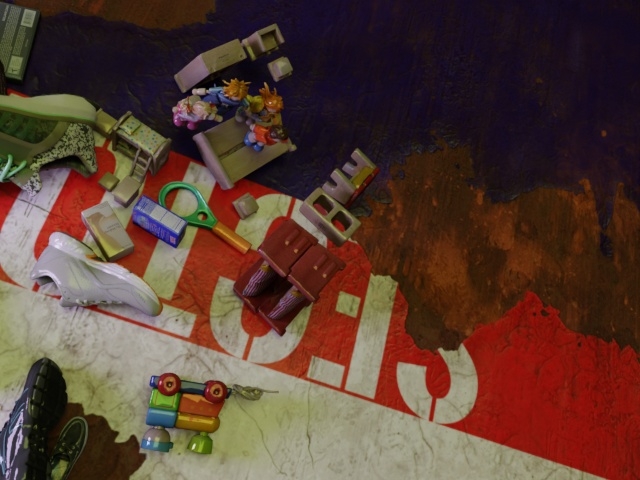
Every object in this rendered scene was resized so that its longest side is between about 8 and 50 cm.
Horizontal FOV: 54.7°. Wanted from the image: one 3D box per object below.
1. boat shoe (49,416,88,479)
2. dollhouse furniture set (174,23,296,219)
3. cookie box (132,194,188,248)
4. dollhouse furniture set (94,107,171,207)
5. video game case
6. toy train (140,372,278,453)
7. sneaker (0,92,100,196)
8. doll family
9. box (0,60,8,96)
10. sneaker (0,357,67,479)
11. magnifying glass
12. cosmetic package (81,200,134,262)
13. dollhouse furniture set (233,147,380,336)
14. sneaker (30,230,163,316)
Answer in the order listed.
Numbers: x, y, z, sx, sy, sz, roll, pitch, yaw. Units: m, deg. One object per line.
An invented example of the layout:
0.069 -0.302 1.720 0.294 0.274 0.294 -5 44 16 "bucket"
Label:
-0.453 0.383 1.098 0.049 0.040 0.142 21 63 -9 "boat shoe"
-0.173 -0.273 1.461 0.303 0.173 0.356 -34 106 -26 "dollhouse furniture set"
-0.333 -0.038 1.286 0.107 0.092 0.040 32 65 -5 "cookie box"
-0.438 -0.190 1.307 0.182 0.101 0.161 33 62 -3 "dollhouse furniture set"
-0.774 -0.452 1.346 0.274 0.026 0.196 8 66 -15 "video game case"
-0.209 0.338 1.173 0.248 0.105 0.144 13 75 -14 "toy train"
-0.589 -0.171 1.166 0.410 0.158 0.182 -17 87 -45 "sneaker"
-0.170 -0.275 1.267 0.262 0.163 0.118 12 83 -30 "doll family"
-0.725 -0.349 1.180 0.167 0.203 0.168 -18 54 -12 "box"
-0.517 0.328 1.066 0.106 0.101 0.267 -11 52 10 "sneaker"
-0.251 -0.046 1.355 0.231 0.026 0.092 36 62 -3 "magnifying glass"
-0.436 -0.017 1.270 0.060 0.041 0.115 -31 81 -27 "cosmetic package"
0.000 0.000 1.332 0.152 0.201 0.374 42 55 2 "dollhouse furniture set"
-0.435 0.096 1.204 0.262 0.099 0.121 29 69 3 "sneaker"
